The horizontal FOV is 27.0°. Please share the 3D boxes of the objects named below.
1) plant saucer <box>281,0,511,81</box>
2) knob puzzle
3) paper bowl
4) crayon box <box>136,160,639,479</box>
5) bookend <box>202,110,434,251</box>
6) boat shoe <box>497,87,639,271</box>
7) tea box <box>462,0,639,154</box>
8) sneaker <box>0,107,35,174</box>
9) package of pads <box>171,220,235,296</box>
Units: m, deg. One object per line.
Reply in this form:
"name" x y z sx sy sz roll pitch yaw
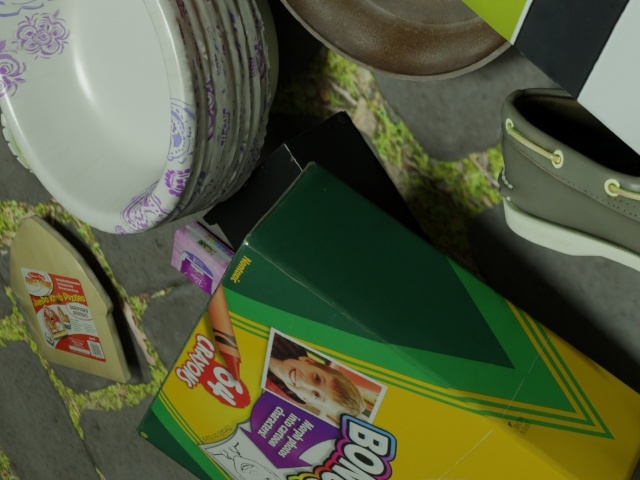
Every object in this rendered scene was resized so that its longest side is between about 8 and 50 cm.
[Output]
"plant saucer" 0.050 -0.263 0.913 0.310 0.050 0.311 26 131 35
"knob puzzle" -0.288 0.058 1.511 0.213 0.030 0.213 28 133 34
"paper bowl" -0.145 -0.157 1.103 0.284 0.148 0.284 24 124 41
"crayon box" 0.039 0.148 1.068 0.313 0.106 0.363 37 145 2
"bookend" 0.000 0.000 1.123 0.157 0.072 0.156 56 142 3
"boat shoe" 0.232 -0.031 0.819 0.305 0.109 0.091 17 131 45
"tea box" 0.177 -0.247 0.530 0.323 0.329 0.220 45 152 15
"sneaker" -0.259 -0.143 1.306 0.094 0.081 0.208 23 129 34
"package of pads" -0.106 0.025 1.288 0.083 0.032 0.050 37 136 26
